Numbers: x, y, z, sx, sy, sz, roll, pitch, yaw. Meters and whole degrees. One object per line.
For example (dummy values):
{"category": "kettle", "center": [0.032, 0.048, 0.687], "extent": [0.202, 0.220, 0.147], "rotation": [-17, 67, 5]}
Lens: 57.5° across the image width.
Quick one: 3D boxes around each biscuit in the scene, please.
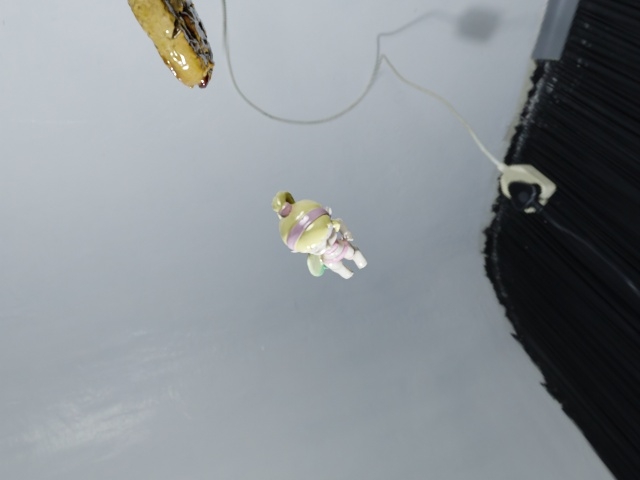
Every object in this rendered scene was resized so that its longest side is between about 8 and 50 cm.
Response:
{"category": "biscuit", "center": [-0.251, -0.390, 0.946], "extent": [0.075, 0.295, 0.296], "rotation": [-26, 136, 7]}

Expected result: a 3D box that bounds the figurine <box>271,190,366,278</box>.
{"category": "figurine", "center": [0.000, 0.000, 0.737], "extent": [0.083, 0.083, 0.187], "rotation": [-41, 145, 9]}
